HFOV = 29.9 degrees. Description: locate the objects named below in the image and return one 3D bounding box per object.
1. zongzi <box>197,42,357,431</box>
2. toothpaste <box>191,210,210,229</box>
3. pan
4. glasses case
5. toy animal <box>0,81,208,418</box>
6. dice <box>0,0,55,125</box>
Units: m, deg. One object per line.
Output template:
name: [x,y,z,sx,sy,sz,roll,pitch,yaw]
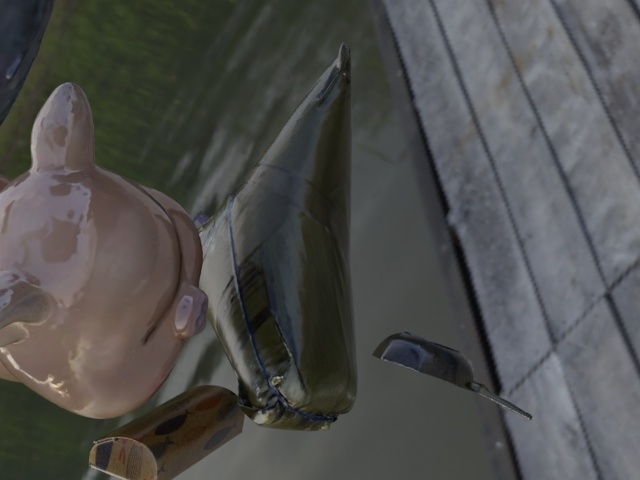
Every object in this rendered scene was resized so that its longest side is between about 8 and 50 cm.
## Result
zongzi: [0.000,0.000,1.100,0.289,0.123,0.260,-55,40,21]
toothpaste: [-0.158,0.009,1.465,0.040,0.047,0.196,-50,4,12]
pan: [0.171,0.164,1.535,0.128,0.201,0.048,-165,96,-80]
glasses case: [-0.129,0.166,1.051,0.170,0.064,0.041,-22,-55,-67]
toy animal: [-0.250,0.025,1.021,0.269,0.326,0.237,87,-160,-65]
dice: [-0.239,-0.159,0.641,0.183,0.182,0.182,22,91,65]
